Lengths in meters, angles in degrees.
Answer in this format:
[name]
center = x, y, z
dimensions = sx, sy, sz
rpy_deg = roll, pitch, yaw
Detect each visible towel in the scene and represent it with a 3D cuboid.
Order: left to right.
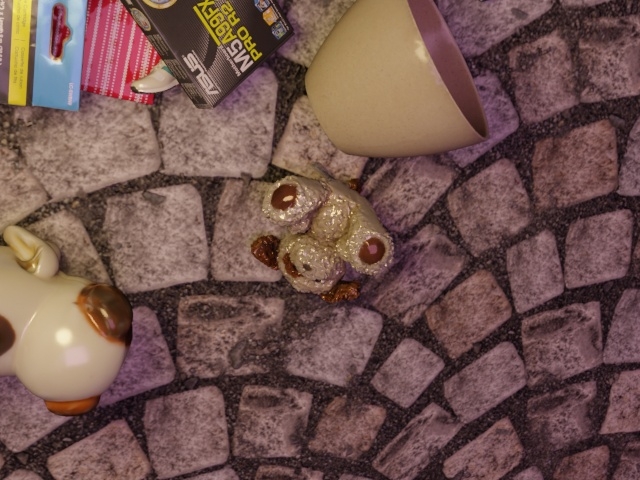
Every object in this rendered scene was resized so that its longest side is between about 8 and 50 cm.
[towel]
center = -0.388, -0.344, 1.400
dimensions = 0.275, 0.031, 0.199
rpy_deg = 10, 109, -24

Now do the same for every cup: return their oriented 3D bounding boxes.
[cup]
center = 0.114, -0.275, 1.485
dimensions = 0.237, 0.331, 0.331
rpy_deg = -24, 122, 21

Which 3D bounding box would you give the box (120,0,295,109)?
[box]
center = -0.191, -0.386, 1.399
dimensions = 0.216, 0.060, 0.270
rpy_deg = -47, 122, -22

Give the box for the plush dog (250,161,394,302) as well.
[plush dog]
center = 0.000, 0.000, 1.634
dimensions = 0.262, 0.210, 0.225
rpy_deg = 30, 116, -1

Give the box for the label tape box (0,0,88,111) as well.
[label tape box]
center = -0.522, -0.338, 1.278
dimensions = 0.334, 0.106, 0.240
rpy_deg = 6, 110, -15

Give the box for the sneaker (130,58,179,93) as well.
[sneaker]
center = -0.256, -0.297, 1.440
dimensions = 0.161, 0.057, 0.075
rpy_deg = -26, 114, -34

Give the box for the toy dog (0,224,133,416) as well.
[toy dog]
center = -0.499, 0.112, 1.358
dimensions = 0.408, 0.395, 0.284
rpy_deg = 21, 95, -18
